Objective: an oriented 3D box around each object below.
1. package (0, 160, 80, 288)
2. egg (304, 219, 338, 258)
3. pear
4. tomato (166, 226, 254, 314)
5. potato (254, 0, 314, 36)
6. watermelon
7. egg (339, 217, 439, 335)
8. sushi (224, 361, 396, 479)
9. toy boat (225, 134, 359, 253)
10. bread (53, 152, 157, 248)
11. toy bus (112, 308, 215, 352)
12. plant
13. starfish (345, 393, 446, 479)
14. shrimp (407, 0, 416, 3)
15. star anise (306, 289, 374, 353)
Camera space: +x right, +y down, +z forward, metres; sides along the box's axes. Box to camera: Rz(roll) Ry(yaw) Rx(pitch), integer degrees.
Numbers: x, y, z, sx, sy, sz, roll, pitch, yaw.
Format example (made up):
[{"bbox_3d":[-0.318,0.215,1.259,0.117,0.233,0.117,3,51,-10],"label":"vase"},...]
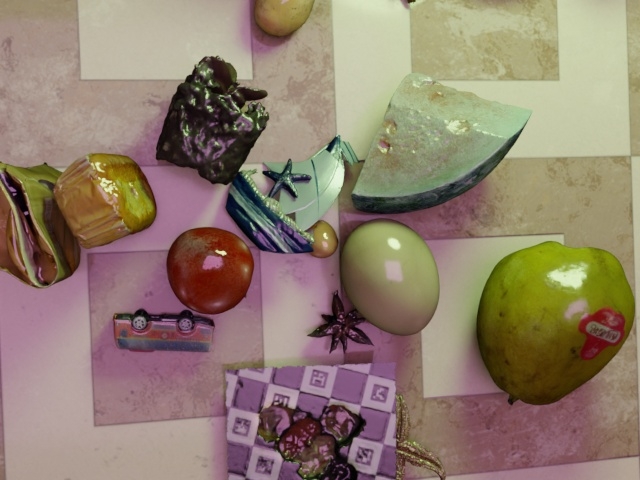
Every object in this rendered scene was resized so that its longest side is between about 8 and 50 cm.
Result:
[{"bbox_3d":[-0.495,-0.044,1.327,0.221,0.311,0.165,33,87,-8],"label":"package"},{"bbox_3d":[0.000,0.000,1.542,0.071,0.083,0.071,-9,120,-15],"label":"egg"},{"bbox_3d":[0.449,0.171,1.546,0.287,0.287,0.375,16,107,-11],"label":"pear"},{"bbox_3d":[-0.211,0.048,1.462,0.167,0.167,0.167,0,90,-11],"label":"tomato"},{"bbox_3d":[-0.069,-0.471,1.517,0.112,0.112,0.147,34,91,-9],"label":"potato"},{"bbox_3d":[0.213,-0.202,1.527,0.387,0.228,0.258,-25,86,-1],"label":"watermelon"},{"bbox_3d":[0.137,0.072,1.518,0.186,0.186,0.242,-28,106,-10],"label":"egg"},{"bbox_3d":[-0.016,0.404,1.552,0.339,0.069,0.320,-2,89,-3],"label":"sushi"},{"bbox_3d":[-0.063,-0.107,1.529,0.210,0.070,0.292,23,69,8],"label":"toy boat"},{"bbox_3d":[-0.373,-0.073,1.370,0.119,0.288,0.153,-27,95,0],"label":"bread"},{"bbox_3d":[-0.302,0.176,1.495,0.192,0.065,0.077,3,97,-11],"label":"toy bus"},{"bbox_3d":[-0.197,-0.226,1.452,0.178,0.204,0.234,28,93,-8],"label":"plant"},{"bbox_3d":[0.147,0.433,1.589,0.240,0.043,0.227,27,97,5],"label":"starfish"},{"bbox_3d":[0.181,-0.595,1.591,0.115,0.051,0.217,-7,89,-13],"label":"shrimp"},{"bbox_3d":[0.055,0.179,1.567,0.129,0.056,0.124,34,83,-9],"label":"star anise"}]
